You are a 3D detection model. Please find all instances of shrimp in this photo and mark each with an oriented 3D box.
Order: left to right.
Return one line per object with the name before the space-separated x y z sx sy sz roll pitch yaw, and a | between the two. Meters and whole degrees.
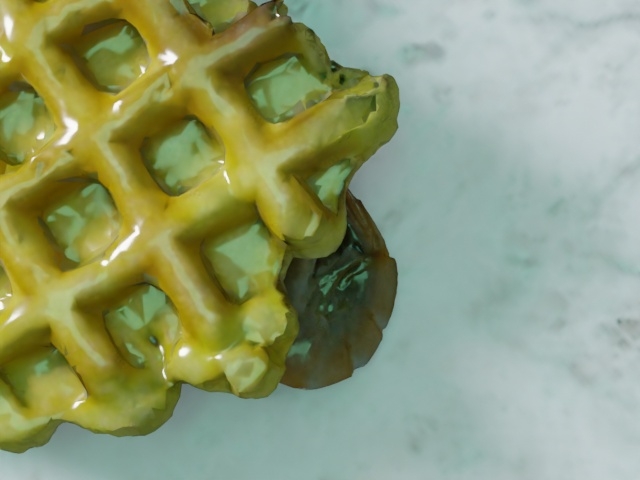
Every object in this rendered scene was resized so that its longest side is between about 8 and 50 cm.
shrimp | 0.000 0.000 0.481 0.059 0.023 0.108 6 83 -7

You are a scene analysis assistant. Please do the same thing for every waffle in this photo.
waffle | -0.110 -0.063 0.466 0.291 0.051 0.291 -1 83 9
